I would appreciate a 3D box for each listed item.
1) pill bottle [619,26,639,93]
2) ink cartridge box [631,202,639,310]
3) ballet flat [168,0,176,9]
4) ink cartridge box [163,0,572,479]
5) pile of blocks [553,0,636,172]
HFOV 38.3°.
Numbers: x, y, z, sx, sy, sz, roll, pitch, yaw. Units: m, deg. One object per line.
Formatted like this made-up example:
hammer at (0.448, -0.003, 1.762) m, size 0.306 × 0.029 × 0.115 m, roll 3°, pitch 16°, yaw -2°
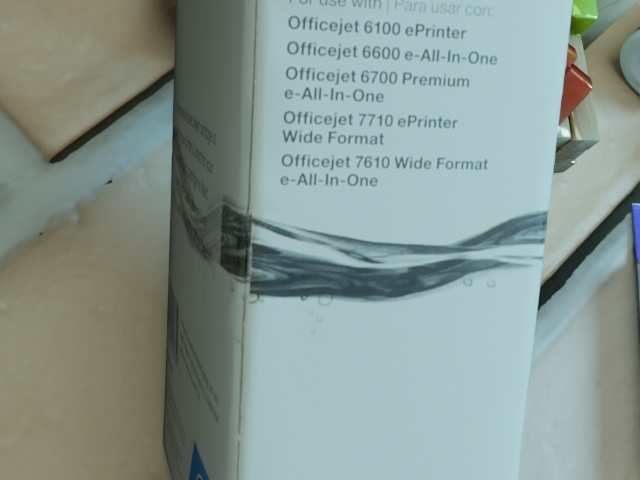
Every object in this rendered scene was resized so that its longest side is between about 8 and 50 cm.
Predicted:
pill bottle at (0.295, -0.164, 0.723) m, size 0.116 × 0.065 × 0.065 m, roll -40°, pitch 86°, yaw -22°
ink cartridge box at (0.331, 0.076, 0.669) m, size 0.206 × 0.045 × 0.208 m, roll 7°, pitch 70°, yaw -12°
ballet flat at (0.023, -0.263, 0.666) m, size 0.123 × 0.123 × 0.348 m, roll 39°, pitch 68°, yaw 0°
ink cartridge box at (0.000, 0.000, 0.444) m, size 0.129 × 0.223 × 0.308 m, roll 0°, pitch 104°, yaw -15°
pile of blocks at (0.176, -0.219, 0.684) m, size 0.149 × 0.112 × 0.362 m, roll 24°, pitch 68°, yaw -7°
